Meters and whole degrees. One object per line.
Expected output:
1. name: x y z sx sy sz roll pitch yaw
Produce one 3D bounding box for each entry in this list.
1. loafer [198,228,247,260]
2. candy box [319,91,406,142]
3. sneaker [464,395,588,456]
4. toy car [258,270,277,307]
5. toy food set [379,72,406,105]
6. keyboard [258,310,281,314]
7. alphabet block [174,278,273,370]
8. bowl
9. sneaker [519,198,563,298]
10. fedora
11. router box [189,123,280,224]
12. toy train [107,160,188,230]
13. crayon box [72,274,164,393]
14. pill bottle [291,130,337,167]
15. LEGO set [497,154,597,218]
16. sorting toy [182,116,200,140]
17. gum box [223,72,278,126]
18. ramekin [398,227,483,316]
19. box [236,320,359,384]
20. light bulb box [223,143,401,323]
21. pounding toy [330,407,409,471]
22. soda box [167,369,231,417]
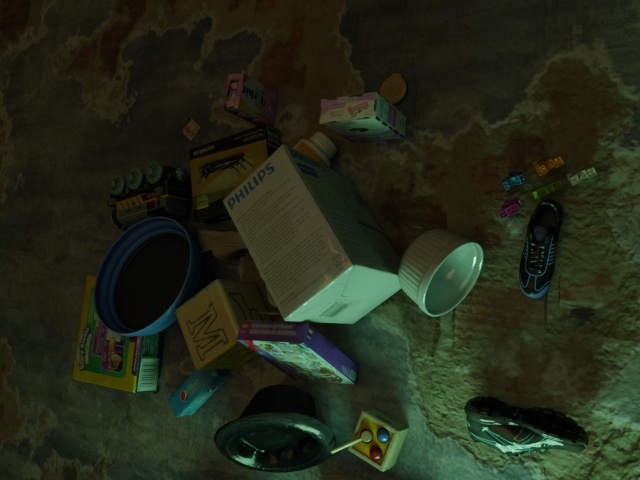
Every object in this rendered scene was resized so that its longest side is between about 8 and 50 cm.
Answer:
1. loafer: -0.274 0.017 1.845 0.269 0.102 0.092 5 86 41
2. candy box: 0.116 -0.322 1.599 0.165 0.196 0.070 1 83 30
3. sneaker: 0.460 0.433 1.358 0.268 0.101 0.106 8 109 31
4. toy car: -0.100 0.096 1.713 0.136 0.159 0.181 -19 70 -9
5. toy food set: 0.200 -0.418 1.667 0.083 0.020 0.083 -38 66 21
6. keyboard: -0.052 0.210 1.692 0.256 0.072 0.014 -2 85 31
7. alphabet block: -0.271 0.247 1.751 0.193 0.192 0.197 -37 65 23
8. bowl: -0.538 0.115 1.881 0.391 0.077 0.390 -14 60 24
9. sneaker: 0.501 0.017 1.381 0.082 0.090 0.232 11 88 31
10. fedora: -0.117 0.495 1.620 0.334 0.334 0.152 -23 38 26
11. router box: -0.264 -0.201 1.875 0.309 0.081 0.242 -13 76 29
12. toy train: -0.585 -0.145 2.020 0.334 0.142 0.190 -12 75 29
13. crayon box: -0.676 0.308 2.030 0.313 0.106 0.362 2 82 32
14. pill bottle: -0.054 -0.207 1.711 0.215 0.117 0.117 -47 61 -5
15. LEGO set: 0.511 -0.149 1.413 0.227 0.093 0.087 -26 101 20
16. sorting toy: -0.451 -0.387 2.054 0.083 0.012 0.062 45 106 27
17. gum box: -0.211 -0.423 1.814 0.062 0.188 0.107 5 85 32
18. ramekin: 0.282 0.069 1.445 0.109 0.207 0.207 38 102 40
19. box: -0.052 0.292 1.555 0.201 0.293 0.057 -3 58 30
20. light bulb box: 0.000 0.000 1.527 0.225 0.358 0.361 -39 64 19
21. pounding toy: 0.125 0.507 1.526 0.141 0.100 0.130 22 94 31
22. soda box: -0.374 0.452 1.851 0.210 0.067 0.071 -46 63 17
